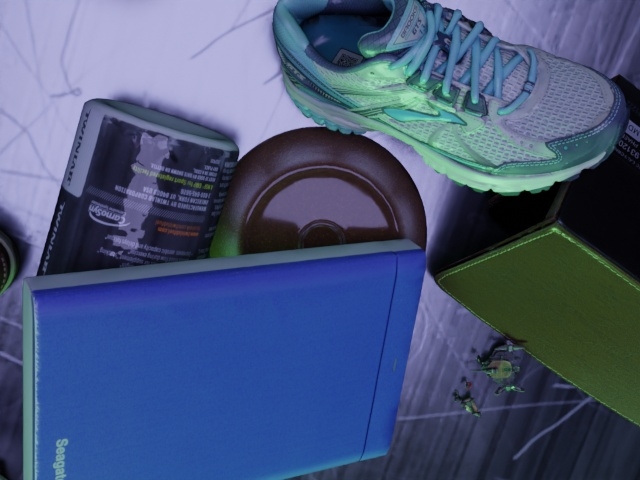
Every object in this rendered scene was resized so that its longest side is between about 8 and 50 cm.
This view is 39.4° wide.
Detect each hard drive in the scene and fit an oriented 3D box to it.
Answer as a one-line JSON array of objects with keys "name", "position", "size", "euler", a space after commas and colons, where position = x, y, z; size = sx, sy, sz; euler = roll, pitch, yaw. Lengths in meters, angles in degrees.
[{"name": "hard drive", "position": [-0.071, 0.112, 0.719], "size": [0.318, 0.040, 0.210], "euler": [-6, 117, -28]}]

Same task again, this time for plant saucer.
[{"name": "plant saucer", "position": [0.000, 0.000, 0.791], "size": [0.198, 0.036, 0.199], "euler": [-1, 102, -5]}]

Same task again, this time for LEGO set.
[{"name": "LEGO set", "position": [0.161, 0.126, 0.839], "size": [0.083, 0.023, 0.054], "euler": [-33, 100, 16]}]

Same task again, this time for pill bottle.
[{"name": "pill bottle", "position": [-0.161, 0.018, 0.733], "size": [0.130, 0.130, 0.246], "euler": [17, 99, -8]}]

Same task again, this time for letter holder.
[{"name": "letter holder", "position": [0.282, 0.039, 0.777], "size": [0.301, 0.214, 0.152], "euler": [34, 65, -9]}]

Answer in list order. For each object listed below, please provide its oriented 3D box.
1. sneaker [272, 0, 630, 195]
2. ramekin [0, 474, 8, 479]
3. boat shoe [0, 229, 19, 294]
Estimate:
[{"name": "sneaker", "position": [0.082, -0.120, 0.661], "size": [0.283, 0.122, 0.110], "euler": [16, 71, 25]}, {"name": "ramekin", "position": [-0.356, 0.305, 0.787], "size": [0.207, 0.109, 0.207], "euler": [-1, 101, -5]}, {"name": "boat shoe", "position": [-0.375, -0.023, 0.726], "size": [0.257, 0.095, 0.095], "euler": [23, 99, -8]}]
